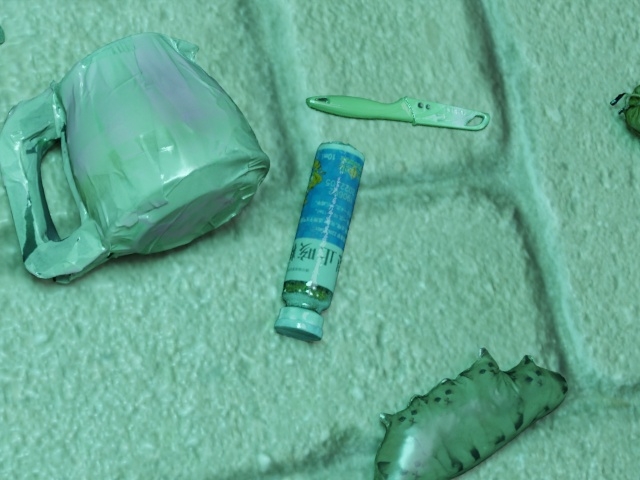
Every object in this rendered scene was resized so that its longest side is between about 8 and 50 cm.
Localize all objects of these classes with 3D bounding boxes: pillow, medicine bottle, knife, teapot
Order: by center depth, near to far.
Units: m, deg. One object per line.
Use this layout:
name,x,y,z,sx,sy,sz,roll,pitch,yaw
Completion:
teapot,-0.170,-0.078,1.021,0.163,0.221,0.178,-6,64,-59
medicine bottle,0.000,0.000,1.092,0.051,0.051,0.191,18,71,-14
pillow,0.134,0.171,1.097,0.241,0.051,0.093,-29,87,-20
knife,0.083,-0.135,1.175,0.207,0.014,0.030,5,76,-19

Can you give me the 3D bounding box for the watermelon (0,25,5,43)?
watermelon,-0.353,-0.167,1.019,0.098,0.121,0.158,24,115,3

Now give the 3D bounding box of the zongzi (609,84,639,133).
zongzi,0.442,-0.171,1.264,0.205,0.094,0.204,28,66,-10
